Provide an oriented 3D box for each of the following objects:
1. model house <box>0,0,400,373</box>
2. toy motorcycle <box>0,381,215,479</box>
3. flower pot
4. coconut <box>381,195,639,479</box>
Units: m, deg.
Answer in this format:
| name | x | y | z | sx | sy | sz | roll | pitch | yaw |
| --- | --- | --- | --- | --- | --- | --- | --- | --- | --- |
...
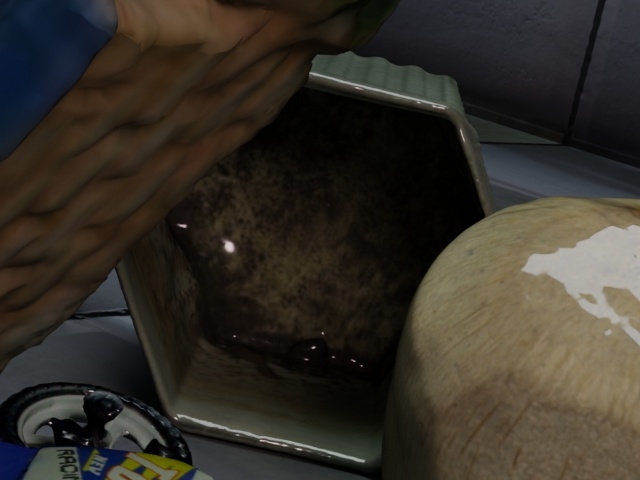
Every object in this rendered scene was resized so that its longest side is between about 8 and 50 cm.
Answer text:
| name | x | y | z | sx | sy | sz | roll | pitch | yaw |
| --- | --- | --- | --- | --- | --- | --- | --- | --- | --- |
| model house | -0.271 | -0.147 | 0.647 | 0.445 | 0.395 | 0.400 | 55 | 22 | 10 |
| toy motorcycle | -0.097 | 0.128 | 0.628 | 0.168 | 0.113 | 0.315 | 25 | 23 | 14 |
| flower pot | 0.000 | 0.000 | 1.093 | 0.209 | 0.239 | 0.189 | -18 | 8 | 5 |
| coconut | 0.134 | 0.085 | 0.909 | 0.224 | 0.224 | 0.224 | 12 | 11 | -3 |
